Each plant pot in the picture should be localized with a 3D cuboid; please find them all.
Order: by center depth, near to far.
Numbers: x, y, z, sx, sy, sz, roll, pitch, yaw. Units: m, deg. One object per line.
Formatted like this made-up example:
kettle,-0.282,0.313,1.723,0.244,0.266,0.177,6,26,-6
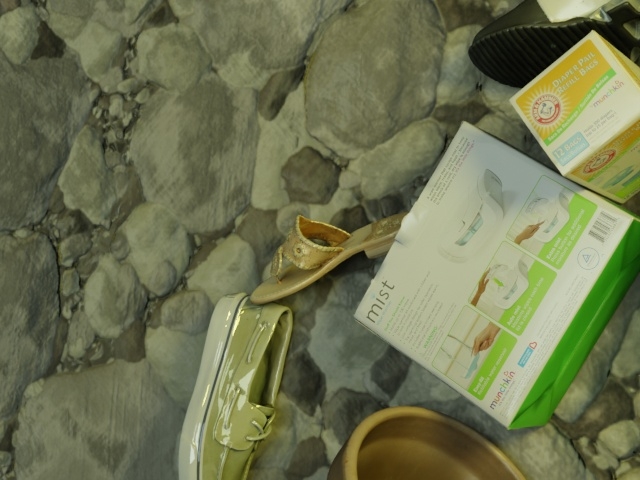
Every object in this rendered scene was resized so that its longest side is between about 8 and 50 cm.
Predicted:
plant pot,0.087,0.350,1.278,0.263,0.263,0.229,54,128,25

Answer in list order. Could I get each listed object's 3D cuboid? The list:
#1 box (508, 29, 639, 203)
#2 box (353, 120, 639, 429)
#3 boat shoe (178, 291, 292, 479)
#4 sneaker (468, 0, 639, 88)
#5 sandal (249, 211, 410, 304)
box,0.301,-0.124,1.216,0.114,0.203,0.103,-40,65,20
box,0.203,0.038,1.298,0.231,0.127,0.262,34,101,30
boat shoe,-0.106,0.216,1.472,0.094,0.109,0.302,5,83,29
sneaker,0.318,-0.269,1.289,0.330,0.122,0.146,-14,51,38
sandal,0.001,-0.003,1.435,0.240,0.088,0.079,-22,110,21
